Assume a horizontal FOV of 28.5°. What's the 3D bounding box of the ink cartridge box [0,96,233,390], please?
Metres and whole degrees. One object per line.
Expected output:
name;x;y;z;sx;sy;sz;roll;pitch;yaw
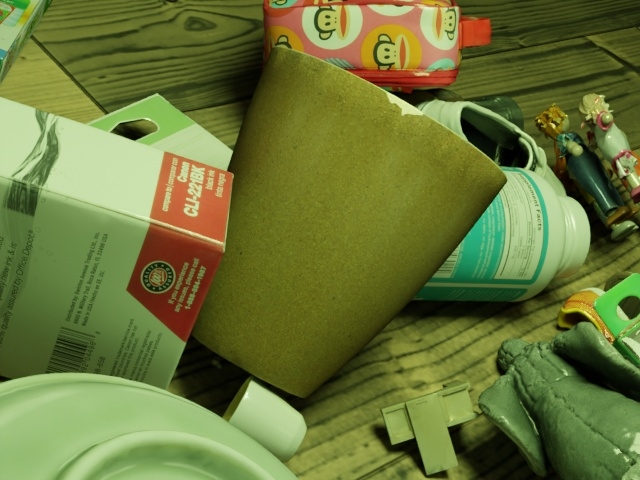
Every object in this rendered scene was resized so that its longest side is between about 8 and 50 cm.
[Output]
ink cartridge box;-0.231;0.007;1.018;0.272;0.197;0.114;18;34;-12

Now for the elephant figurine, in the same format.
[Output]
elephant figurine;0.223;0.156;1.147;0.169;0.186;0.239;-21;58;-35

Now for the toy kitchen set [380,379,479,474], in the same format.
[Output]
toy kitchen set;0.103;0.174;1.162;0.083;0.075;0.068;-16;86;-3

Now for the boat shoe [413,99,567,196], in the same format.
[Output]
boat shoe;0.213;-0.087;1.438;0.267;0.088;0.096;34;66;-36

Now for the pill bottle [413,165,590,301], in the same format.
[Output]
pill bottle;0.154;-0.008;1.325;0.264;0.146;0.146;3;40;-30

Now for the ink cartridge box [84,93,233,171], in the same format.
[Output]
ink cartridge box;-0.134;-0.045;1.272;0.235;0.056;0.171;35;35;16

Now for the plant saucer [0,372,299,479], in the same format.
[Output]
plant saucer;-0.100;0.236;0.813;0.400;0.100;0.400;25;38;-21

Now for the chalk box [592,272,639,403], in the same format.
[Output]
chalk box;0.358;0.129;1.236;0.132;0.132;0.213;-32;66;-19

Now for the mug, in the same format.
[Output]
mug;-0.044;0.151;1.067;0.064;0.062;0.078;31;53;-5

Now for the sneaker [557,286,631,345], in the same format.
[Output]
sneaker;0.329;0.124;1.350;0.175;0.064;0.067;38;56;26

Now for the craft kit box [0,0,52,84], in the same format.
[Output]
craft kit box;-0.440;-0.280;1.394;0.249;0.061;0.247;20;37;-8

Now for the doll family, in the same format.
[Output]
doll family;0.328;-0.089;1.530;0.163;0.118;0.263;61;13;18

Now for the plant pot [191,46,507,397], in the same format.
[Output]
plant pot;0.000;0.000;1.102;0.237;0.254;0.237;29;-3;1

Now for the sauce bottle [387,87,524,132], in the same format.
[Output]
sauce bottle;0.108;-0.123;1.476;0.344;0.111;0.111;-12;49;-40

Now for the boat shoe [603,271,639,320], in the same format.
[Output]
boat shoe;0.393;0.111;1.400;0.072;0.068;0.190;-7;54;-55

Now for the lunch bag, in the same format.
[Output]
lunch bag;0.071;-0.240;1.480;0.258;0.120;0.293;1;12;7
